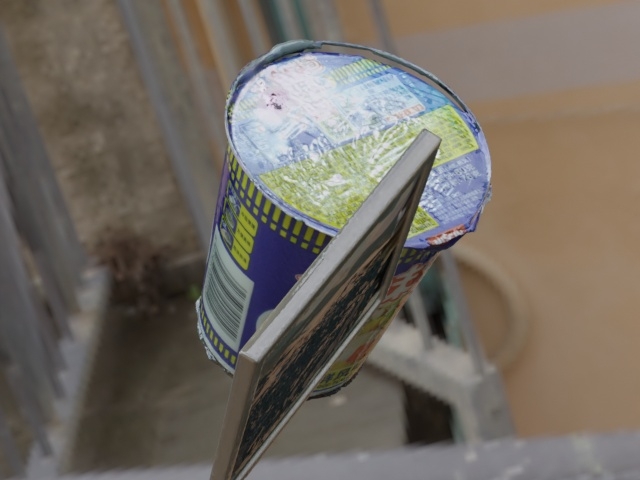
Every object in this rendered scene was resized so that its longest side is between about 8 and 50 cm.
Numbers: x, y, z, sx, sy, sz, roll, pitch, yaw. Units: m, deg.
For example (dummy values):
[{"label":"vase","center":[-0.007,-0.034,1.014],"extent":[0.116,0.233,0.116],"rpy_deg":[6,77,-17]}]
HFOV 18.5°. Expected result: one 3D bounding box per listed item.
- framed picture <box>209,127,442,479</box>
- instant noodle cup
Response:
[{"label":"framed picture","center":[0.001,0.059,1.435],"extent":[0.018,0.192,0.265],"rpy_deg":[30,50,12]},{"label":"instant noodle cup","center":[0.000,0.000,2.021],"extent":[0.284,0.312,0.284],"rpy_deg":[11,47,-11]}]
